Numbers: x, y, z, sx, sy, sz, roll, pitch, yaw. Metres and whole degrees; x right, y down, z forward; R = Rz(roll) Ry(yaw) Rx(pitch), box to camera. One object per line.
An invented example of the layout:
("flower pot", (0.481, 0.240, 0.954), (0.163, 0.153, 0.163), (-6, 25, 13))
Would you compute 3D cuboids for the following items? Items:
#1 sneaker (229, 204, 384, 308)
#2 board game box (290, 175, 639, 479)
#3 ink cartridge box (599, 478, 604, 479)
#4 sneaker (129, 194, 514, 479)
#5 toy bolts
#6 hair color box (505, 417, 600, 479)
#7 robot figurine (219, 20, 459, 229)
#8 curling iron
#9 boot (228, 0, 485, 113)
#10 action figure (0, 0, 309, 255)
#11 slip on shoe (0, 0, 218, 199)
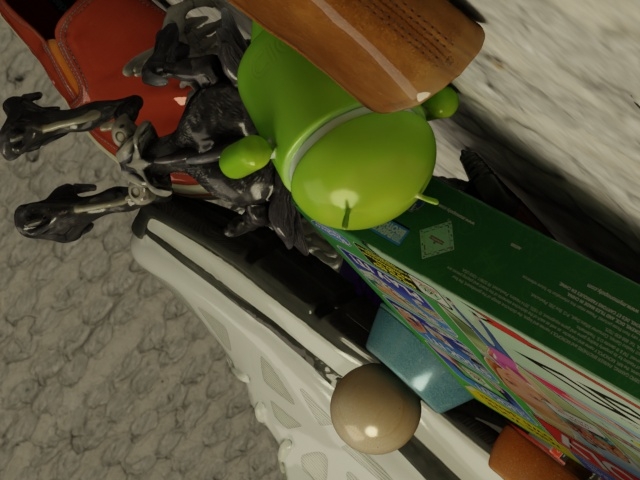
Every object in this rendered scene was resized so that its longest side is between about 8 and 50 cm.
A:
("sneaker", (-0.001, 0.000, 1.679), (0.102, 0.146, 0.293), (10, 139, 17))
("board game box", (0.149, 0.077, 0.860), (0.317, 0.046, 0.213), (30, 168, 41))
("ink cartridge box", (0.175, 0.199, 1.730), (0.226, 0.131, 0.306), (45, -175, 29))
("sneaker", (-0.016, 0.177, 1.508), (0.447, 0.257, 0.169), (39, -169, 6))
("toy bolts", (0.089, 0.090, 1.209), (0.218, 0.158, 0.228), (43, 177, -38))
("hair color box", (0.184, 0.126, 1.402), (0.043, 0.072, 0.141), (41, 177, -8))
("robot figurine", (0.007, -0.054, 0.834), (0.067, 0.101, 0.115), (101, 147, -53))
("curling iron", (0.144, 0.045, 1.005), (0.274, 0.035, 0.068), (44, -179, -28))
("boot", (-0.082, -0.160, 0.744), (0.280, 0.096, 0.264), (35, 173, -21))
("action figure", (-0.077, -0.072, 1.262), (0.276, 0.141, 0.164), (-7, 113, 35))
("slip on shoe", (-0.164, -0.153, 1.535), (0.331, 0.123, 0.101), (46, 176, 24))
